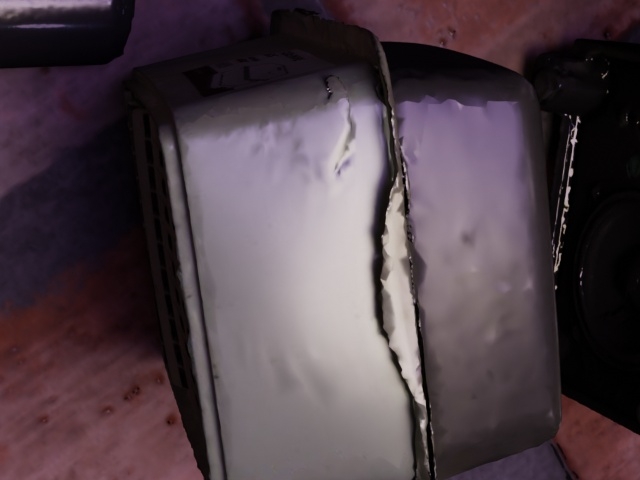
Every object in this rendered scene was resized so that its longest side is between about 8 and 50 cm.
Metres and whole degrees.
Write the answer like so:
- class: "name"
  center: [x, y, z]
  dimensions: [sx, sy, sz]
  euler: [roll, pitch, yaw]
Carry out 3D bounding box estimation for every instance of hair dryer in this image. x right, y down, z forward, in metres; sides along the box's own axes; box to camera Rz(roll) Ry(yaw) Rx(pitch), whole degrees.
- class: "hair dryer"
  center: [-0.161, -0.210, 0.730]
  dimensions: [0.114, 0.070, 0.248]
  euler: [-4, 92, -24]

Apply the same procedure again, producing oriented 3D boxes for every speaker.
- class: "speaker"
  center: [0.267, 0.005, 0.892]
  dimensions: [0.254, 0.184, 0.232]
  euler: [1, 102, -25]

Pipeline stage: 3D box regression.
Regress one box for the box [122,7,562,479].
- class: "box"
  center: [0.000, 0.000, 0.710]
  dimensions: [0.166, 0.290, 0.220]
  euler: [-8, 103, -9]
